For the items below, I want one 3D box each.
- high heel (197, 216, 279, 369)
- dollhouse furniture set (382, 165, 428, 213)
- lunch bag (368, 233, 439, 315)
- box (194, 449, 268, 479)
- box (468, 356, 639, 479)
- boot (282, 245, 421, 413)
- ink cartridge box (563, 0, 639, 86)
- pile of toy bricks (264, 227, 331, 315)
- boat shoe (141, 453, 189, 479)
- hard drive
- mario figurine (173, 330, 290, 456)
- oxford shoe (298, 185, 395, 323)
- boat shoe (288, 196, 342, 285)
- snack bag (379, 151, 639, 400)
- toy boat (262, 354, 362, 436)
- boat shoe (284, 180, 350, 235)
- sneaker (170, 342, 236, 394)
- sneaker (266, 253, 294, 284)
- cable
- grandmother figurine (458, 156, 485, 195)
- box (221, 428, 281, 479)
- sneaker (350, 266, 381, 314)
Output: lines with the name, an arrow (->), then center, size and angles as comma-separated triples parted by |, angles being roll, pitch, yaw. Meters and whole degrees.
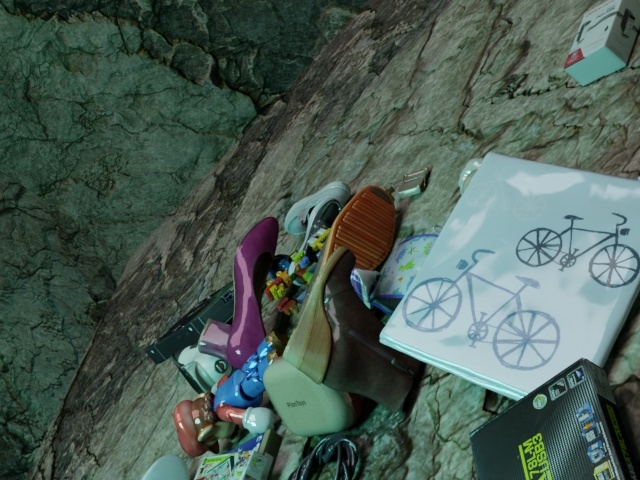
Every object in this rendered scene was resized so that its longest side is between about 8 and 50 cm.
high heel -> -0.126, 0.122, 2.046 | 0.127, 0.181, 0.377 | 60, -132, -60
dollhouse furniture set -> 0.171, -0.095, 1.896 | 0.151, 0.058, 0.076 | -16, 30, 32
lunch bag -> 0.165, 0.061, 1.503 | 0.129, 0.096, 0.151 | -63, 8, -20
box -> -0.178, 0.451, 1.640 | 0.207, 0.036, 0.114 | -26, 34, 53
box -> 0.254, 0.253, 0.979 | 0.184, 0.045, 0.191 | -40, 32, 30
boot -> 0.071, 0.142, 1.447 | 0.090, 0.206, 0.248 | 109, -176, -56
ink cartridge box -> 0.481, -0.342, 1.512 | 0.099, 0.056, 0.135 | -25, 34, 58
pile of toy bricks -> -0.012, 0.080, 1.946 | 0.105, 0.118, 0.212 | 20, 55, 43
boat shoe -> -0.368, 0.596, 1.874 | 0.102, 0.108, 0.301 | -30, 37, 49
hard drive -> -0.305, 0.205, 2.371 | 0.339, 0.064, 0.237 | -33, 8, 49
mario figurine -> -0.158, 0.337, 1.826 | 0.320, 0.170, 0.198 | -42, -11, 17
oxford shoe -> 0.040, 0.048, 1.805 | 0.364, 0.130, 0.132 | -62, 14, -24
boat shoe -> 0.000, 0.000, 2.067 | 0.076, 0.080, 0.228 | -4, 53, 59
snack bag -> 0.273, 0.038, 1.186 | 0.323, 0.037, 0.342 | 17, 70, 44
toy boat -> 0.007, 0.246, 1.553 | 0.151, 0.151, 0.231 | -29, 2, -35
boat shoe -> -0.017, -0.066, 2.221 | 0.227, 0.079, 0.081 | -35, 21, 38
sneaker -> -0.266, 0.296, 2.168 | 0.146, 0.122, 0.330 | -40, 13, -16
sneaker -> -0.101, 0.060, 2.201 | 0.069, 0.082, 0.209 | -59, 17, -8
cable -> 0.002, 0.381, 1.432 | 0.184, 0.047, 0.150 | -50, 13, 21
grandmother figurine -> 0.275, -0.028, 1.397 | 0.208, 0.104, 0.342 | -37, 26, 21
box -> -0.166, 0.460, 1.712 | 0.225, 0.036, 0.136 | -39, 24, 42
sneaker -> 0.075, 0.094, 1.625 | 0.068, 0.071, 0.170 | -54, -23, -27
